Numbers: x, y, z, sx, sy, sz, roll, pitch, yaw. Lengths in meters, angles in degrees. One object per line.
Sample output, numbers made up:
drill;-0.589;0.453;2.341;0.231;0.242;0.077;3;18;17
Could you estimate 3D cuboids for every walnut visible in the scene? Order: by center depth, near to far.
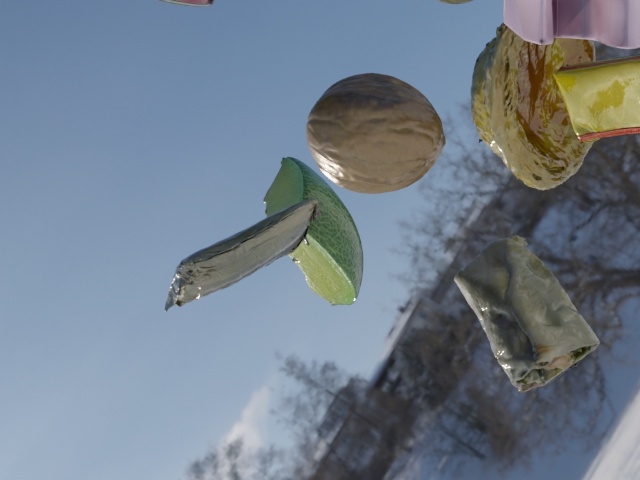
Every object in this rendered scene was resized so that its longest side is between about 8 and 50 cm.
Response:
walnut;0.103;-0.198;1.765;0.225;0.260;0.225;-174;90;-89

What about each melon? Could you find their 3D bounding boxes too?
melon;0.000;0.000;2.375;0.226;0.331;0.343;-44;-59;9

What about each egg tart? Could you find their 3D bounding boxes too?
egg tart;0.417;-0.288;1.894;0.387;0.169;0.388;-5;-83;-48

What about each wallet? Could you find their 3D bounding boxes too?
wallet;0.508;-0.239;1.571;0.067;0.241;0.141;-35;-70;-29

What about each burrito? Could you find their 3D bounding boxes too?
burrito;0.395;0.136;1.949;0.135;0.332;0.190;11;-52;-43

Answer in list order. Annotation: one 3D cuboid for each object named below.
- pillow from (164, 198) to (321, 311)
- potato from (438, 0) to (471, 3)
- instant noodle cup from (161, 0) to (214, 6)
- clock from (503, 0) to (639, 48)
pillow;-0.096;0.018;1.155;0.208;0.053;0.119;-27;-8;-24
potato;0.265;-0.579;2.147;0.081;0.149;0.120;-25;-81;-55
instant noodle cup;-0.285;-0.590;1.783;0.244;0.243;0.255;-24;-43;-61
clock;0.392;-0.322;1.265;0.290;0.275;0.080;-85;-11;-67
